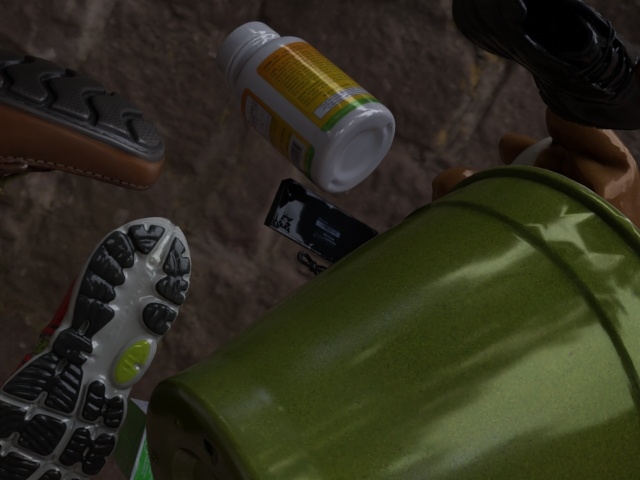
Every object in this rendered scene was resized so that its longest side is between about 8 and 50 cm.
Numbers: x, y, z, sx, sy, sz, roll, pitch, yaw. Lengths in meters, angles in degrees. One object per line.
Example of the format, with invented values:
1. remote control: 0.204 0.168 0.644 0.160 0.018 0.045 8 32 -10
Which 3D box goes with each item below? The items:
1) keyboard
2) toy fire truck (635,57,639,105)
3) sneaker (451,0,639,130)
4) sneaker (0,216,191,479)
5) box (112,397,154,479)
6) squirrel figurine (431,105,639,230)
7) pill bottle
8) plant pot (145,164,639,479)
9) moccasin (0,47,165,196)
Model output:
1. keyboard: 0.000 0.000 1.395 0.180 0.108 0.023 30 -22 -29
2. toy fire truck: 0.417 -0.181 0.915 0.253 0.302 0.169 8 49 -33
3. sneaker: 0.271 -0.191 1.058 0.286 0.109 0.130 24 6 -24
4. sneaker: -0.195 0.104 0.835 0.107 0.279 0.118 36 -1 -13
5. box: -0.241 0.383 1.841 0.231 0.127 0.262 18 -7 -18
6. squirrel figurine: 0.281 0.065 1.371 0.397 0.370 0.281 47 -10 -6
7. pill bottle: -0.029 -0.186 1.346 0.245 0.136 0.136 44 22 27
8. plant pot: 0.063 0.163 0.818 0.353 0.367 0.366 -21 45 -28
9. moccasin: -0.330 -0.095 0.894 0.380 0.147 0.139 8 22 -10
